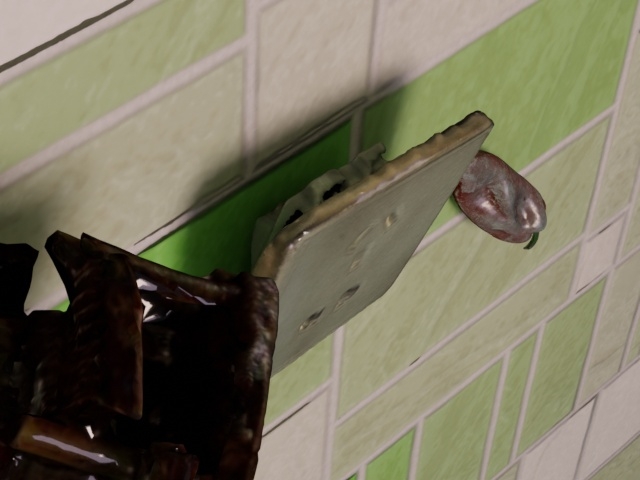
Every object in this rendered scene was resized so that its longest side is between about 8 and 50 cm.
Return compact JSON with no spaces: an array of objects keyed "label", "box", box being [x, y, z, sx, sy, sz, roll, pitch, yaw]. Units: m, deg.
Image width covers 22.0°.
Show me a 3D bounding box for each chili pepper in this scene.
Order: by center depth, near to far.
[{"label":"chili pepper","box":[0.133,-0.034,1.259,0.153,0.041,0.050,33,74,-46]}]

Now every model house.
[{"label":"model house","box":[-0.204,0.147,0.761,0.283,0.297,0.317,22,116,-16]}]

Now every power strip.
[{"label":"power strip","box":[0.000,0.000,1.074,0.198,0.064,0.213,-30,159,-38]}]
